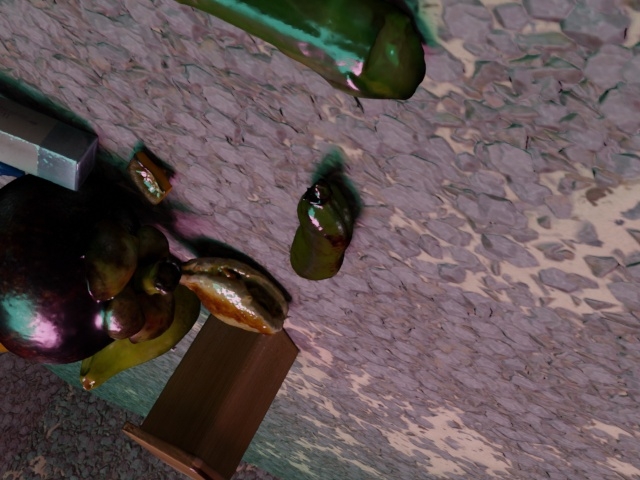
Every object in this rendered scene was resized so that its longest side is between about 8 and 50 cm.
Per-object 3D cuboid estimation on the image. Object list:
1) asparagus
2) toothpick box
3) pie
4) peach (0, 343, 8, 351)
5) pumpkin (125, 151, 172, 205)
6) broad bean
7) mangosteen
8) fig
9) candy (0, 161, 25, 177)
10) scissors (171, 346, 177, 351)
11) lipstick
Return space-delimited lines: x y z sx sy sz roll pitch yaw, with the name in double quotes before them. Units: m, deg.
"asparagus" -0.068 -0.214 0.705 0.343 0.082 0.085 28 -167 5
"toothpick box" -0.188 0.289 1.589 0.190 0.308 0.187 16 154 31
"pie" -0.149 0.093 1.425 0.179 0.084 0.205 -1 145 50
"peach" -0.754 0.130 2.062 0.245 0.248 0.275 -3 144 -9
"pumpkin" -0.246 -0.093 1.225 0.073 0.035 0.101 47 158 -10
"broad bean" 0.000 0.000 1.082 0.077 0.061 0.339 34 157 9
"mangosteen" -0.398 0.044 1.353 0.330 0.330 0.330 25 157 11
"fig" -0.354 0.159 1.560 0.206 0.275 0.206 24 158 11
"candy" -0.597 -0.206 1.354 0.187 0.077 0.331 14 152 15
"scissors" -0.433 0.223 2.115 0.176 0.022 0.085 36 156 -7
"lipstick" -0.486 -0.170 1.231 0.317 0.066 0.068 22 137 -1
